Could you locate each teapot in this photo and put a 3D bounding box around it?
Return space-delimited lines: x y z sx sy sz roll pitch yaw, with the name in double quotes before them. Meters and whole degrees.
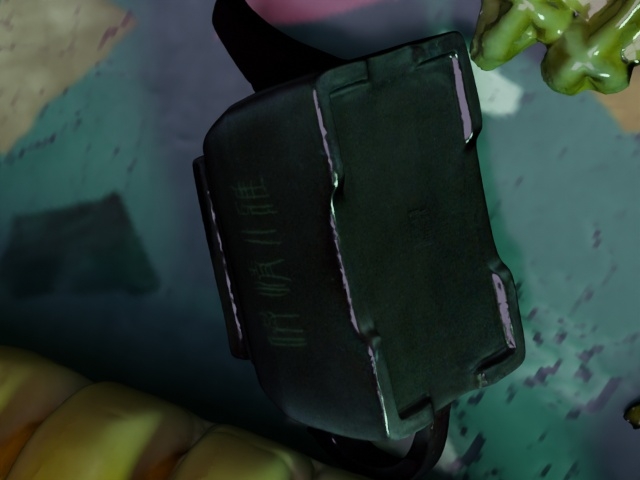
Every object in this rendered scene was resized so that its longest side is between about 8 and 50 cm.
"teapot" 0.000 0.000 0.557 0.096 0.087 0.177 -5 103 40

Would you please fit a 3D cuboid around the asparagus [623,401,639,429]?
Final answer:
"asparagus" 0.186 0.041 0.563 0.166 0.013 0.016 -18 109 14

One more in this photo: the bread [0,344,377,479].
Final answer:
"bread" -0.046 0.141 0.552 0.311 0.121 0.173 17 127 13

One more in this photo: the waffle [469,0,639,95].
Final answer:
"waffle" 0.114 -0.135 0.526 0.169 0.036 0.184 1 101 13
